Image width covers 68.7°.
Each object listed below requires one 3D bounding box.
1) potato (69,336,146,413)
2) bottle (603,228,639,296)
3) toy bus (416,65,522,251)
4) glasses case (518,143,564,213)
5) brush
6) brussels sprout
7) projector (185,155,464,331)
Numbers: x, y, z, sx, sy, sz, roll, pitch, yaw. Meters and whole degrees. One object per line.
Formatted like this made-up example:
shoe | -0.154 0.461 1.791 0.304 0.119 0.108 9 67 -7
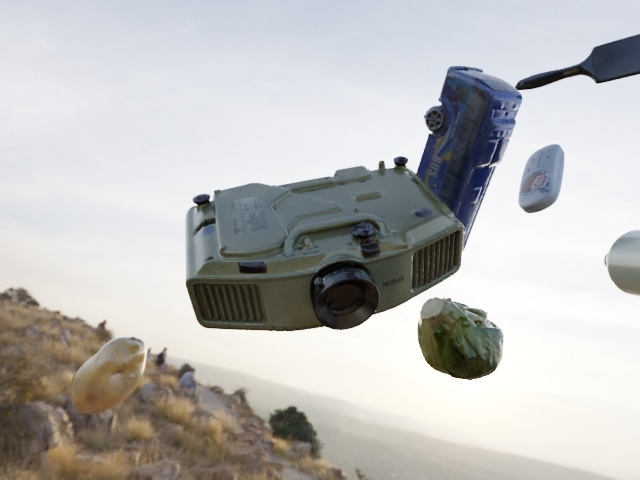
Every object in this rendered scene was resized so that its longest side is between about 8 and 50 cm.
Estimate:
potato | -0.211 0.133 0.470 0.062 0.083 0.068 24 7 -28
bottle | 0.483 0.035 0.646 0.104 0.104 0.245 13 0 -1
toy bus | 0.175 -0.093 0.601 0.079 0.236 0.094 -16 40 -40
glasses case | 0.417 -0.119 0.884 0.045 0.178 0.067 44 -39 -19
brush | 0.366 -0.236 0.637 0.194 0.062 0.016 -5 -25 32
brussels sprout | 0.266 0.193 0.906 0.183 0.145 0.131 20 1 -15
projector | 0.000 0.000 0.482 0.270 0.193 0.088 -12 -54 -9
